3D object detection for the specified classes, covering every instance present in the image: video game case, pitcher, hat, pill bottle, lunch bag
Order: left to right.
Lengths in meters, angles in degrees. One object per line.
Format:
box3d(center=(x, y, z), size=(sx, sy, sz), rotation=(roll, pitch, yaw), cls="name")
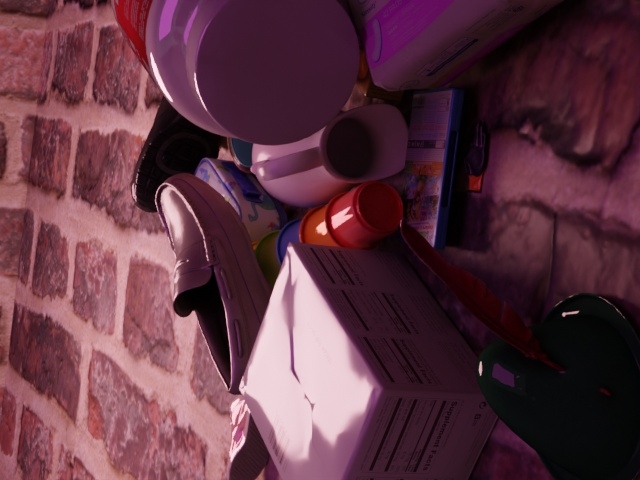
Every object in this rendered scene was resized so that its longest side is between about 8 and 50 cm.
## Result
box3d(center=(-0.124, -0.011, 1.698), size=(0.219, 0.090, 0.176), rotation=(51, 130, 55), cls="lunch bag")
box3d(center=(-0.101, -0.251, 1.387), size=(0.407, 0.229, 0.229), rotation=(-128, 49, -62), cls="pill bottle")
box3d(center=(-0.020, -0.097, 1.412), size=(0.207, 0.178, 0.125), rotation=(-1, 101, 62), cls="pitcher")
box3d(center=(0.116, -0.078, 1.296), size=(0.119, 0.015, 0.166), rotation=(-164, 81, -73), cls="video game case")
box3d(center=(0.150, 0.119, 1.022), size=(0.173, 0.184, 0.208), rotation=(-65, 32, 34), cls="hat")

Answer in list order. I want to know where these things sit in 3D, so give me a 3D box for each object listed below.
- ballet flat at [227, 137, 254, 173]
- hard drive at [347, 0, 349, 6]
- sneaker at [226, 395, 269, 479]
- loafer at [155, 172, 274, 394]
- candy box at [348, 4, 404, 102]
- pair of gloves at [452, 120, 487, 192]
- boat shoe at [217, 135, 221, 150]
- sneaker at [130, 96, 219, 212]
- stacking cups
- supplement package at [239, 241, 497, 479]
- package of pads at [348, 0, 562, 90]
box3d(center=(-0.100, -0.176, 1.730), size=(0.067, 0.073, 0.206), rotation=(87, 178, -64), cls="ballet flat")
box3d(center=(0.000, -0.374, 1.559), size=(0.172, 0.054, 0.254), rotation=(39, 120, 59), cls="hard drive")
box3d(center=(-0.100, 0.263, 1.645), size=(0.070, 0.051, 0.134), rotation=(41, 118, 60), cls="sneaker")
box3d(center=(-0.132, 0.048, 1.475), size=(0.319, 0.112, 0.112), rotation=(57, 143, 29), cls="loafer")
box3d(center=(0.077, -0.266, 1.390), size=(0.109, 0.053, 0.186), rotation=(50, 127, 55), cls="candy box")
box3d(center=(0.147, -0.087, 1.261), size=(0.083, 0.010, 0.074), rotation=(9, 93, 63), cls="pair of gloves")
box3d(center=(-0.190, -0.153, 1.911), size=(0.135, 0.050, 0.045), rotation=(-134, 40, -57), cls="boat shoe")
box3d(center=(-0.205, -0.169, 1.821), size=(0.130, 0.109, 0.286), rotation=(1, 61, 61), cls="sneaker")
box3d(center=(0.000, 0.000, 1.450), size=(0.316, 0.096, 0.096), rotation=(-33, 56, 56), cls="stacking cups")
box3d(center=(0.043, 0.159, 1.270), size=(0.262, 0.145, 0.204), rotation=(57, 134, 52), cls="supplement package")
box3d(center=(0.105, -0.318, 1.198), size=(0.229, 0.101, 0.296), rotation=(-32, 70, 57), cls="package of pads")
